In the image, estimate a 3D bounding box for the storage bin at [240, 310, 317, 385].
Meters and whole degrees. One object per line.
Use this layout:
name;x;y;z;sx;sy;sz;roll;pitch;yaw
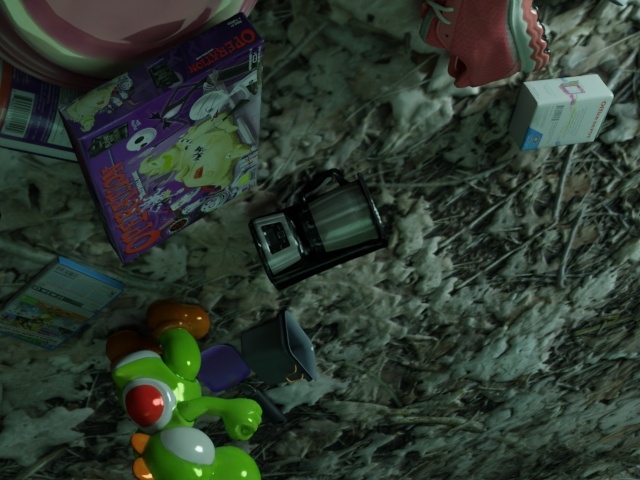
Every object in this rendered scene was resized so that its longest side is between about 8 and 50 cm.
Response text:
storage bin;-0.071;0.195;1.472;0.091;0.098;0.135;-18;142;13

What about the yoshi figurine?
yoshi figurine;-0.191;0.277;1.292;0.203;0.362;0.203;-9;138;-16

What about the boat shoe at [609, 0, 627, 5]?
boat shoe;0.339;-0.335;1.083;0.142;0.049;0.040;16;109;-39

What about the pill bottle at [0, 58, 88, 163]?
pill bottle;-0.284;-0.143;0.971;0.194;0.108;0.108;11;131;-33

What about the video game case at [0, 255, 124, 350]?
video game case;-0.384;0.095;1.272;0.166;0.015;0.119;-38;138;19

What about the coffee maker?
coffee maker;0.000;0.000;1.252;0.178;0.120;0.171;-21;141;1

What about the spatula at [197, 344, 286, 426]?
spatula;-0.131;0.270;1.572;0.084;0.030;0.296;-30;140;7

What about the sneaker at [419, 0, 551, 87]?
sneaker;0.172;-0.280;1.011;0.136;0.116;0.314;-26;142;9

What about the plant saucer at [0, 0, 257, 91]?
plant saucer;-0.189;-0.283;0.826;0.332;0.084;0.332;-15;131;-17

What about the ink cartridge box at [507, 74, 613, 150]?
ink cartridge box;0.341;-0.182;1.249;0.123;0.052;0.088;-7;139;-15

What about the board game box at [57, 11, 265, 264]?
board game box;-0.163;-0.097;0.987;0.208;0.056;0.347;-28;165;-14
